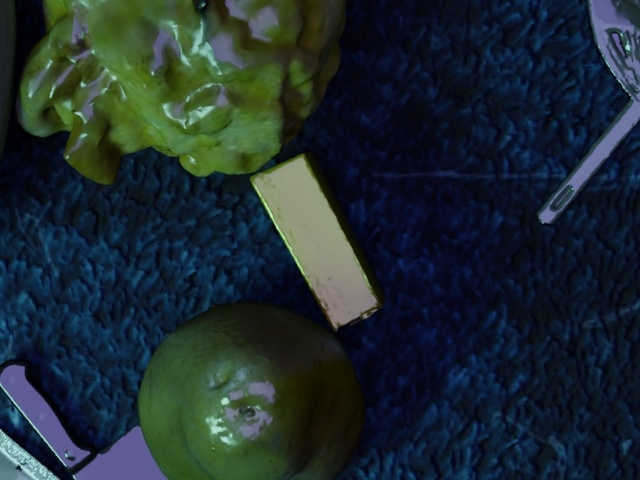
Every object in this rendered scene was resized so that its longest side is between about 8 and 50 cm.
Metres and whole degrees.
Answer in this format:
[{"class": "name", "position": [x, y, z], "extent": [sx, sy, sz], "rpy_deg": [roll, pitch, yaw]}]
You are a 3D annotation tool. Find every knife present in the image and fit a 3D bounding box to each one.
[{"class": "knife", "position": [-0.140, 0.172, 1.212], "extent": [0.072, 0.019, 0.245], "rpy_deg": [-40, 92, -1]}]

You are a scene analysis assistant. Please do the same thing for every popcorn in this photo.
[{"class": "popcorn", "position": [-0.095, -0.158, 1.113], "extent": [0.233, 0.192, 0.266], "rpy_deg": [43, 88, 2]}]

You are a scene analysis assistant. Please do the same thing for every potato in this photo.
[{"class": "potato", "position": [-0.048, 0.114, 1.119], "extent": [0.157, 0.194, 0.157], "rpy_deg": [0, 86, 0]}]

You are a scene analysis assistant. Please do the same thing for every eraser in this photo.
[{"class": "eraser", "position": [0.000, 0.000, 1.160], "extent": [0.045, 0.097, 0.122], "rpy_deg": [-27, 92, 3]}]

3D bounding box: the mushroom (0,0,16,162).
[{"class": "mushroom", "position": [-0.256, -0.128, 1.095], "extent": [0.128, 0.128, 0.350], "rpy_deg": [17, 105, 2]}]

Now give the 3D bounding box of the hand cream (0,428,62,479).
[{"class": "hand cream", "position": [-0.283, 0.248, 1.208], "extent": [0.080, 0.050, 0.234], "rpy_deg": [39, 88, 2]}]

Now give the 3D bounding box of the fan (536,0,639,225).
[{"class": "fan", "position": [0.291, -0.136, 1.187], "extent": [0.223, 0.012, 0.294], "rpy_deg": [11, 92, 0]}]
